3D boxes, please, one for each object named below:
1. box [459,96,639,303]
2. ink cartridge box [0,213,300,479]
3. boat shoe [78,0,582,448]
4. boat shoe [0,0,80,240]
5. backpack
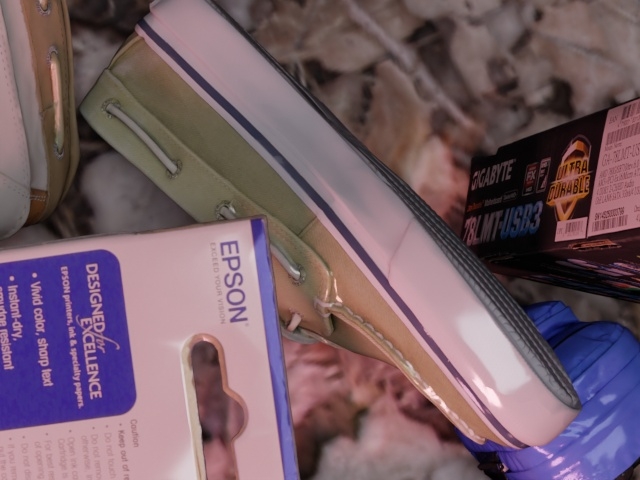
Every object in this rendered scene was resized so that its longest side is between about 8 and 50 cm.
[{"bbox_3d":[0.243,0.006,0.801,0.295,0.293,0.073,13,87,-10],"label":"box"},{"bbox_3d":[-0.193,0.099,0.781,0.371,0.069,0.176,-8,87,6],"label":"ink cartridge box"},{"bbox_3d":[0.000,0.000,0.825,0.094,0.109,0.302,-46,65,7],"label":"boat shoe"},{"bbox_3d":[-0.185,-0.148,0.823,0.103,0.113,0.302,-11,99,-54],"label":"boat shoe"},{"bbox_3d":[0.120,0.084,0.861,0.098,0.120,0.101,-44,96,-9],"label":"backpack"}]
